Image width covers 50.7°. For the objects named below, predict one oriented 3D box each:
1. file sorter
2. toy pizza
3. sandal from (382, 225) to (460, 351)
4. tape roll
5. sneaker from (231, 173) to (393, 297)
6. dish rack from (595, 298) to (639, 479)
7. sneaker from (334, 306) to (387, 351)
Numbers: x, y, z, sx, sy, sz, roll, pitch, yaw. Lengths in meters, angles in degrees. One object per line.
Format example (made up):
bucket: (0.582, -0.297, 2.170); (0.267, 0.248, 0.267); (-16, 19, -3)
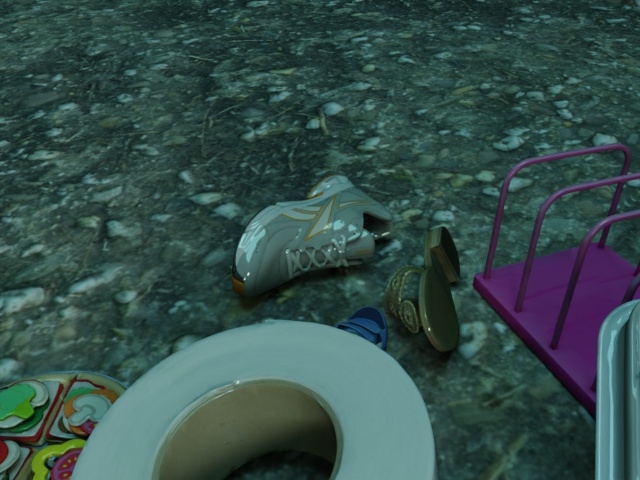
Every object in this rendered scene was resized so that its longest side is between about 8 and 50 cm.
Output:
file sorter: (0.340, 0.041, 0.731); (0.202, 0.182, 0.291); (-12, 37, -18)
toy pizza: (-0.266, 0.191, 0.641); (0.201, 0.032, 0.201); (0, 35, 0)
sandal: (0.116, 0.065, 0.810); (0.079, 0.088, 0.240); (-22, 20, 24)
tape roll: (-0.046, 0.196, 0.535); (0.286, 0.100, 0.286); (-10, 36, 7)
sneaker: (0.000, 0.000, 0.866); (0.121, 0.099, 0.262); (28, 44, 27)
dish rack: (0.361, 0.163, 0.441); (0.332, 0.072, 0.286); (9, 56, 12)
sneaker: (0.038, 0.112, 0.734); (0.053, 0.059, 0.144); (11, 35, 19)
